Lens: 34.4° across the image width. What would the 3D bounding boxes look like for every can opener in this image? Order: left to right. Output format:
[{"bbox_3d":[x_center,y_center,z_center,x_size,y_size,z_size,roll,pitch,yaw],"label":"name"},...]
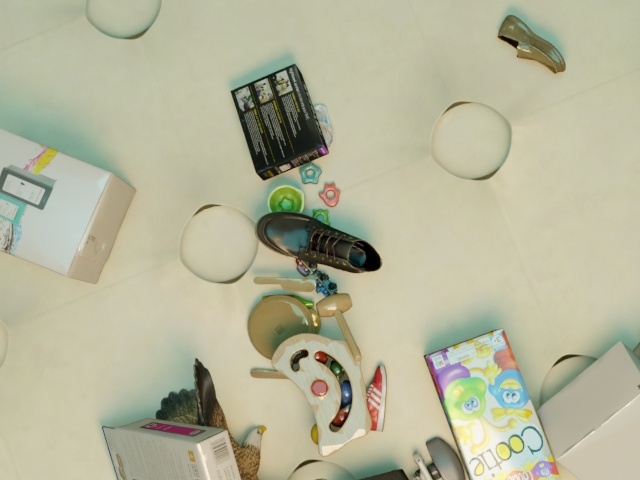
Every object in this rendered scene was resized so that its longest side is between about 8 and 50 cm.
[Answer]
[{"bbox_3d":[0.240,0.483,1.790,0.093,0.074,0.280,-25,83,0],"label":"can opener"}]

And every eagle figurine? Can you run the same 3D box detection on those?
[{"bbox_3d":[-0.166,0.374,1.775,0.298,0.225,0.226,39,99,-4],"label":"eagle figurine"}]

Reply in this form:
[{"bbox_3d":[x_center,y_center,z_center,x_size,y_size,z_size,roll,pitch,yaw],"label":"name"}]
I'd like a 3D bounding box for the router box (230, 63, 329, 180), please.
[{"bbox_3d":[-0.075,-0.214,1.868,0.133,0.046,0.179,-21,69,9],"label":"router box"}]

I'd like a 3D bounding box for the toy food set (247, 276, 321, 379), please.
[{"bbox_3d":[-0.065,0.158,1.866,0.132,0.038,0.192,4,95,9],"label":"toy food set"}]

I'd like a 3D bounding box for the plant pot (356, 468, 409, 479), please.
[{"bbox_3d":[0.103,0.488,1.754,0.187,0.188,0.167,-15,70,2],"label":"plant pot"}]

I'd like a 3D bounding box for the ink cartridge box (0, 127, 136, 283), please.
[{"bbox_3d":[-0.502,-0.064,1.829,0.270,0.198,0.197,22,85,4],"label":"ink cartridge box"}]

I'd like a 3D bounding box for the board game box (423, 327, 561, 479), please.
[{"bbox_3d":[0.290,0.304,1.771,0.142,0.144,0.275,-20,82,2],"label":"board game box"}]

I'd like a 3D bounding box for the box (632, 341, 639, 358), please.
[{"bbox_3d":[0.638,0.165,1.746,0.119,0.182,0.181,38,88,7],"label":"box"}]

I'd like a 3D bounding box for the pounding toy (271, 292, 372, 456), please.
[{"bbox_3d":[-0.002,0.230,1.754,0.154,0.155,0.269,-10,79,0],"label":"pounding toy"}]

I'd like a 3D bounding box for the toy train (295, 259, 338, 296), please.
[{"bbox_3d":[-0.026,0.046,1.875,0.036,0.027,0.158,-43,83,2],"label":"toy train"}]

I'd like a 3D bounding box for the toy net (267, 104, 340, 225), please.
[{"bbox_3d":[-0.014,-0.137,1.885,0.122,0.045,0.232,14,85,5],"label":"toy net"}]

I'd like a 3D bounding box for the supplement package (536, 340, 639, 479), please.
[{"bbox_3d":[0.505,0.317,1.699,0.203,0.149,0.194,41,107,-18],"label":"supplement package"}]

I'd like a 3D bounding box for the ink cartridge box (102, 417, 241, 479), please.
[{"bbox_3d":[-0.244,0.392,1.713,0.069,0.371,0.175,-20,97,-36],"label":"ink cartridge box"}]

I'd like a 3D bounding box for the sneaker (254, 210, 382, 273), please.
[{"bbox_3d":[0.000,0.000,1.803,0.222,0.118,0.083,16,87,-13],"label":"sneaker"}]

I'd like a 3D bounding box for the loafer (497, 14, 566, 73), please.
[{"bbox_3d":[0.382,-0.348,1.882,0.148,0.056,0.050,43,89,17],"label":"loafer"}]

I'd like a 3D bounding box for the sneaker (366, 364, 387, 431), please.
[{"bbox_3d":[0.083,0.279,1.837,0.067,0.042,0.118,4,86,0],"label":"sneaker"}]
